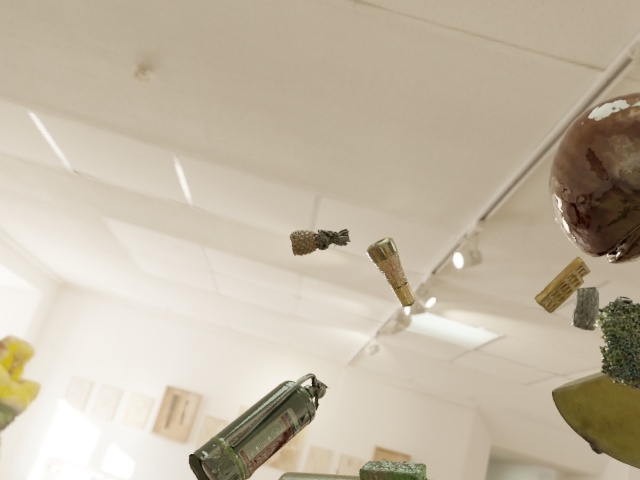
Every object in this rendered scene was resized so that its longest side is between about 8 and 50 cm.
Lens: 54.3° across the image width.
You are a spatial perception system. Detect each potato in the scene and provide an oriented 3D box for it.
[{"bbox_3d":[0.698,0.381,1.504,0.112,0.269,0.255,-8,7,-39],"label":"potato"}]

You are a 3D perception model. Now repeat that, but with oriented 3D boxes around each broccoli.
[{"bbox_3d":[0.513,0.162,1.035,0.167,0.154,0.160,15,21,-17],"label":"broccoli"}]

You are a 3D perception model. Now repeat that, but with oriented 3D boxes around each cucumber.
[{"bbox_3d":[0.679,0.170,1.596,0.064,0.112,0.064,4,5,0],"label":"cucumber"}]

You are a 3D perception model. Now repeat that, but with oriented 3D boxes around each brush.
[{"bbox_3d":[0.057,0.412,1.088,0.282,0.048,0.054,-8,-3,25],"label":"brush"}]

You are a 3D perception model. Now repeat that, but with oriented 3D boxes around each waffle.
[{"bbox_3d":[0.534,0.100,1.372,0.092,0.135,0.021,34,14,-45],"label":"waffle"}]

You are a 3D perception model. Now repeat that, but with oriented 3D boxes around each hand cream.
[{"bbox_3d":[0.207,0.093,1.735,0.203,0.084,0.084,61,-28,-4],"label":"hand cream"}]

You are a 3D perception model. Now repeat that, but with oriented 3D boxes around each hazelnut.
[{"bbox_3d":[0.768,-0.166,1.567,0.402,0.402,0.429,21,-56,-13],"label":"hazelnut"}]

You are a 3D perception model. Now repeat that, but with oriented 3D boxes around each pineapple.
[{"bbox_3d":[0.000,0.000,1.671,0.159,0.074,0.074,-8,-21,2],"label":"pineapple"}]

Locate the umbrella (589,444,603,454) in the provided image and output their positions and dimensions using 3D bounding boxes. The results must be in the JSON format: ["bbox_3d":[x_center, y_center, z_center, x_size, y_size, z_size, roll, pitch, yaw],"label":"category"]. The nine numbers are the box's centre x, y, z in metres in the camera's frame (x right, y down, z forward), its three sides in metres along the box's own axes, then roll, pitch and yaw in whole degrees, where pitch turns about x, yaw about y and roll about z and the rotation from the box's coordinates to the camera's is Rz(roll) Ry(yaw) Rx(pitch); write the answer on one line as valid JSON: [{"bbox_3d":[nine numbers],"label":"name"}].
[{"bbox_3d":[0.842,0.495,1.723,0.071,0.248,0.071,39,13,-11],"label":"umbrella"}]

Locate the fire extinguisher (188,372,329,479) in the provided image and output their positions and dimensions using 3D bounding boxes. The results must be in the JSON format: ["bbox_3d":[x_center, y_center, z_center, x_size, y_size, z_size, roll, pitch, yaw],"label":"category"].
[{"bbox_3d":[-0.082,0.313,1.076,0.093,0.294,0.118,28,-45,34],"label":"fire extinguisher"}]
